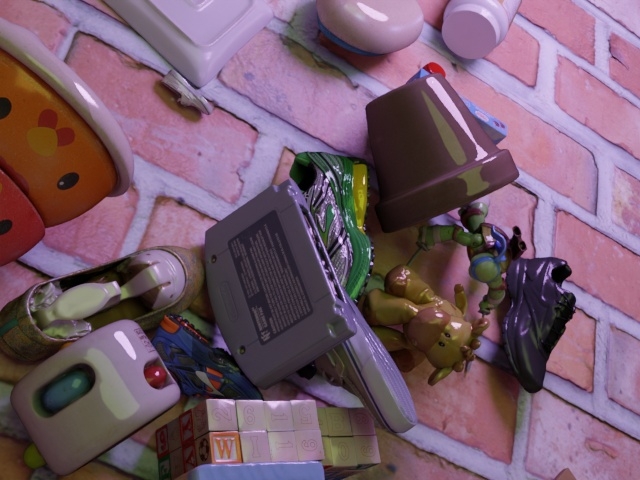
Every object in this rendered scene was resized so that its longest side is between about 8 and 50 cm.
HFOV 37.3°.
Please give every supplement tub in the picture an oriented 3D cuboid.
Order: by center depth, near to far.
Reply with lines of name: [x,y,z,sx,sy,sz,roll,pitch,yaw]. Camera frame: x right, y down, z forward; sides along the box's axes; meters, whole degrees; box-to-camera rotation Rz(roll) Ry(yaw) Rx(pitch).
supplement tub: [0.354,-0.505,2.080,0.144,0.144,0.200,39,51,-12]

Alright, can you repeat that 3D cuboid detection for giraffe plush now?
giraffe plush: [0.182,0.153,1.550,0.210,0.170,0.181,11,101,-15]

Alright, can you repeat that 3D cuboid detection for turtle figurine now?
turtle figurine: [0.261,0.037,1.759,0.198,0.275,0.266,24,30,5]

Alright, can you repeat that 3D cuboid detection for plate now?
plate: [-0.239,-0.446,1.704,0.278,0.045,0.277,43,50,-8]

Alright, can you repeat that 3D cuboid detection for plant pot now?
plant pot: [0.188,-0.164,1.686,0.263,0.263,0.229,-26,93,-41]

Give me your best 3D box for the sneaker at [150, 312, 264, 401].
sneaker: [-0.170,0.198,1.397,0.087,0.083,0.221,-47,113,1]

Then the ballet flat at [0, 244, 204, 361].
ballet flat: [-0.288,0.076,1.348,0.348,0.123,0.123,-20,79,-40]

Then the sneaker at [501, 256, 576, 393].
sneaker: [0.413,0.146,1.771,0.109,0.130,0.286,47,42,-48]

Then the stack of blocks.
stack of blocks: [-0.063,0.291,1.353,0.297,0.171,0.087,7,63,-33]

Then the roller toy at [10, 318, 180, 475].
roller toy: [-0.292,0.195,1.230,0.209,0.191,0.146,-29,84,-41]

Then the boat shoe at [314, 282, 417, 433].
boat shoe: [0.038,0.169,1.414,0.302,0.094,0.109,58,11,31]

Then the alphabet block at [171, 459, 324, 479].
alphabet block: [-0.113,0.404,1.241,0.193,0.197,0.192,8,63,-31]

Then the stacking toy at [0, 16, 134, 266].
stacking toy: [-0.497,-0.027,1.188,0.350,0.350,0.480,39,68,-12]

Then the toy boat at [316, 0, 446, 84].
toy boat: [0.116,-0.386,1.871,0.267,0.148,0.318,-17,69,-44]

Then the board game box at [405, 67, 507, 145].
board game box: [0.228,-0.219,1.828,0.211,0.160,0.039,29,45,-19]

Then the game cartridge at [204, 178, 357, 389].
game cartridge: [-0.075,0.067,1.430,0.060,0.196,0.294,42,22,-52]

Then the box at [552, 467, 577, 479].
box: [0.430,0.523,1.670,0.201,0.021,0.164,-32,86,-41]

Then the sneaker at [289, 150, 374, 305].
sneaker: [0.000,0.000,1.597,0.146,0.134,0.343,11,54,-18]

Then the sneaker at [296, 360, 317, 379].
sneaker: [-0.036,0.184,1.506,0.170,0.051,0.089,-23,76,-44]

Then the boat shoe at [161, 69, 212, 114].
boat shoe: [-0.229,-0.245,1.616,0.100,0.035,0.035,44,77,-12]
